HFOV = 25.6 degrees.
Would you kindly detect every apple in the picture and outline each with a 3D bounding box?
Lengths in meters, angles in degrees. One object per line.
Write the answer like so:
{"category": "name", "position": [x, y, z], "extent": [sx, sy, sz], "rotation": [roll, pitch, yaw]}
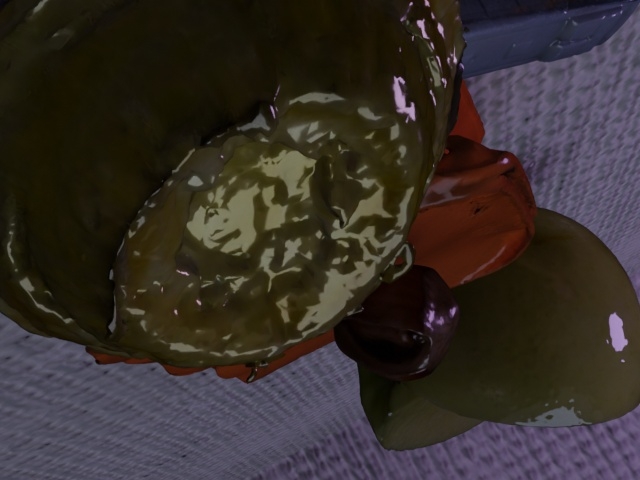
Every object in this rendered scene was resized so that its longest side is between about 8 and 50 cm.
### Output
{"category": "apple", "position": [0.169, 0.084, 1.433], "extent": [0.258, 0.233, 0.295], "rotation": [-6, 172, -27]}

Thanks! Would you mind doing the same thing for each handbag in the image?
{"category": "handbag", "position": [0.000, 0.000, 1.015], "extent": [0.303, 0.116, 0.410], "rotation": [-28, 168, 6]}

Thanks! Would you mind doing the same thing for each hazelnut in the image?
{"category": "hazelnut", "position": [0.048, 0.052, 0.903], "extent": [0.086, 0.086, 0.086], "rotation": [-26, 166, -7]}

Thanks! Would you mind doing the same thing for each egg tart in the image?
{"category": "egg tart", "position": [-0.038, -0.035, 0.679], "extent": [0.290, 0.115, 0.290], "rotation": [-19, 140, -17]}

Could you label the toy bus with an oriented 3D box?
{"category": "toy bus", "position": [0.108, -0.141, 0.820], "extent": [0.190, 0.075, 0.064], "rotation": [-16, 154, -36]}
